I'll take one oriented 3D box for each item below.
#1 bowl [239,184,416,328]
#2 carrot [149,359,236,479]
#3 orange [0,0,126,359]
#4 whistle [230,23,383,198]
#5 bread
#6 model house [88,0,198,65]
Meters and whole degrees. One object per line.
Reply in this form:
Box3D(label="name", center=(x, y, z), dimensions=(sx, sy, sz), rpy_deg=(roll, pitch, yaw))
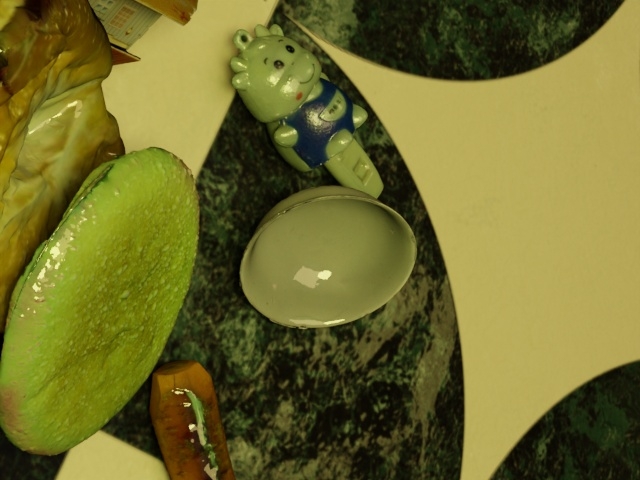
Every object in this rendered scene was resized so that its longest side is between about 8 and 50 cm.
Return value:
Box3D(label="bowl", center=(0.000, 0.000, 1.265), dimensions=(0.189, 0.189, 0.086), rpy_deg=(25, 30, -32))
Box3D(label="carrot", center=(-0.113, 0.248, 1.197), dimensions=(0.070, 0.070, 0.260), rpy_deg=(-22, 100, -35))
Box3D(label="orange", center=(-0.289, -0.075, 0.980), dimensions=(0.368, 0.210, 0.271), rpy_deg=(94, 23, -45))
Box3D(label="whistle", center=(-0.011, -0.134, 1.281), dimensions=(0.244, 0.092, 0.110), rpy_deg=(48, 51, -21))
Box3D(label="bread", center=(-0.184, 0.052, 1.059), dimensions=(0.301, 0.045, 0.301), rpy_deg=(-58, 162, -32))
Box3D(label="model house", center=(-0.230, -0.239, 1.125), dimensions=(0.219, 0.136, 0.207), rpy_deg=(18, 36, -57))
